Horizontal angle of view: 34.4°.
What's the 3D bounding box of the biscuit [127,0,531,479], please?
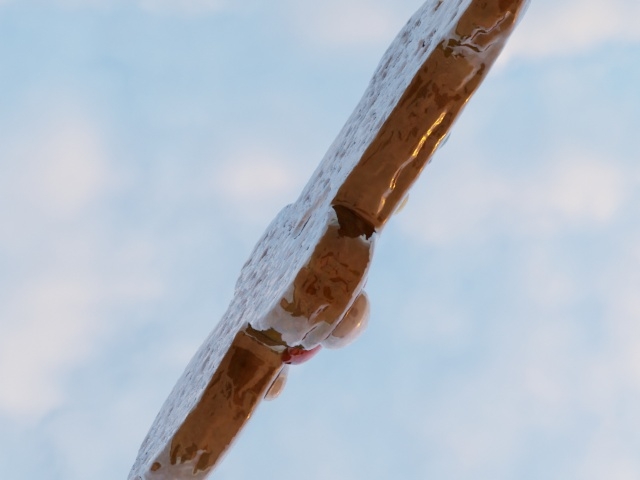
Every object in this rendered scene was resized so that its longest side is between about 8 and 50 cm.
[{"bbox_3d":[0.002,0.002,0.541,0.049,0.205,0.324,35,-95,-10],"label":"biscuit"}]
